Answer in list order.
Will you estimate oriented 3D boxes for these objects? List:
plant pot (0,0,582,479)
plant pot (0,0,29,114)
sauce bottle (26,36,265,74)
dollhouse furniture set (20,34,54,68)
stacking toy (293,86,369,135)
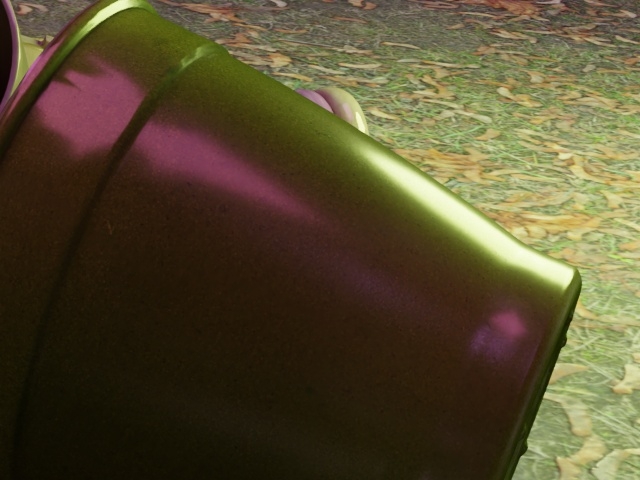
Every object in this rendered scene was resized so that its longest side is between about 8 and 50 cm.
[{"bbox_3d":[-0.029,0.069,1.203,0.353,0.366,0.366,21,22,10],"label":"plant pot"},{"bbox_3d":[-0.368,-0.109,1.679,0.256,0.256,0.274,8,-17,9],"label":"plant pot"},{"bbox_3d":[-0.236,-0.178,2.145,0.344,0.111,0.111,3,19,-2],"label":"sauce bottle"},{"bbox_3d":[-0.421,-0.168,2.044,0.355,0.174,0.303,17,39,-20],"label":"dollhouse furniture set"},{"bbox_3d":[-0.120,-0.091,1.839,0.330,0.141,0.141,0,19,-30],"label":"stacking toy"}]
